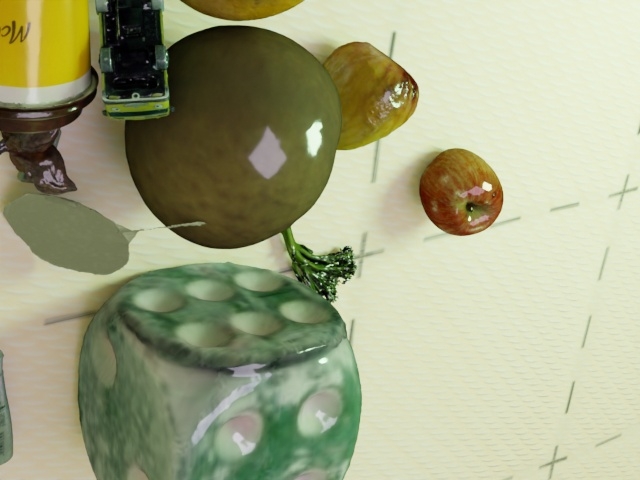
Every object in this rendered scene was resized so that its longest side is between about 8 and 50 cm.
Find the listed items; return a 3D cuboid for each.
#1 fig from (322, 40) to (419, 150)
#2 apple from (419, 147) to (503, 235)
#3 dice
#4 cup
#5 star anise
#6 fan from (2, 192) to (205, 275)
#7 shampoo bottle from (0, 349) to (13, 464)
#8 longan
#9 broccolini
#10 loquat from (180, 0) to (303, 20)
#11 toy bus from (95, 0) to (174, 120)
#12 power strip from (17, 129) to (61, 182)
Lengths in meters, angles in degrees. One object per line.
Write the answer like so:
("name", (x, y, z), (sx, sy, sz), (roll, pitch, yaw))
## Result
("fig", (0.026, -0.190, 1.789), (0.257, 0.159, 0.159), (-39, 138, 16))
("apple", (0.241, -0.086, 2.018), (0.146, 0.131, 0.146), (-13, 128, -17))
("dice", (-0.155, 0.238, 1.748), (0.328, 0.330, 0.348), (-10, 123, -36))
("cup", (-0.351, -0.274, 1.355), (0.196, 0.196, 0.280), (-12, 128, -34))
("star anise", (-0.441, -0.108, 1.440), (0.227, 0.148, 0.218), (-36, 94, -28))
("fan", (-0.281, -0.013, 1.549), (0.182, 0.310, 0.010), (57, 39, -44))
("shampoo bottle", (-0.481, 0.244, 1.689), (0.069, 0.041, 0.191), (-9, 121, -29))
("longan", (-0.117, -0.134, 1.571), (0.319, 0.319, 0.319), (-20, 127, -29))
("broccolini", (-0.003, -0.006, 1.925), (0.123, 0.062, 0.271), (-38, 132, -28))
("loquat", (-0.102, -0.406, 1.451), (0.263, 0.263, 0.263), (-20, 127, -29))
("toy bus", (-0.227, -0.233, 1.417), (0.088, 0.175, 0.101), (-4, 162, -8))
("power strip", (-0.379, -0.117, 1.567), (0.040, 0.016, 0.090), (6, 112, -41))
